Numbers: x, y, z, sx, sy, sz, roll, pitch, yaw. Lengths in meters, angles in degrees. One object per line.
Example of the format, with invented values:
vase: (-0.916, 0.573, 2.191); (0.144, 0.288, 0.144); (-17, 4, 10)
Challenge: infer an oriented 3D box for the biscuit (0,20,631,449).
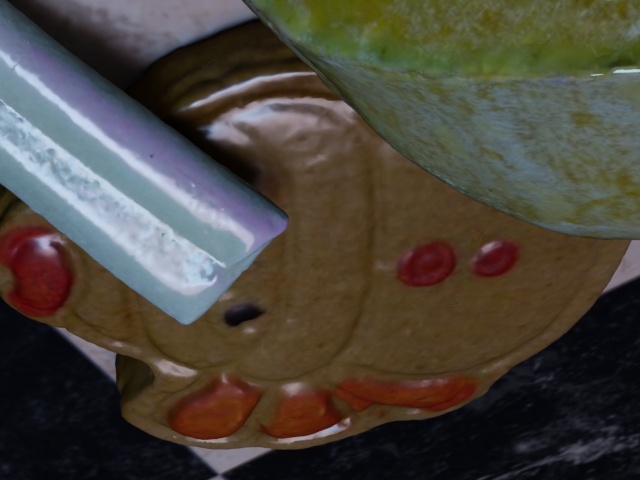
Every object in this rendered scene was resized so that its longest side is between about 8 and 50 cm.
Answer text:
biscuit: (0.000, 0.000, 0.945); (0.381, 0.074, 0.359); (-6, 135, -15)

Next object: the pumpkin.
pumpkin: (0.117, -0.151, 0.649); (0.332, 0.332, 0.199); (-20, 151, 5)

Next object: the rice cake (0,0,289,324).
rice cake: (-0.123, -0.049, 0.812); (0.222, 0.042, 0.080); (39, 114, -15)
